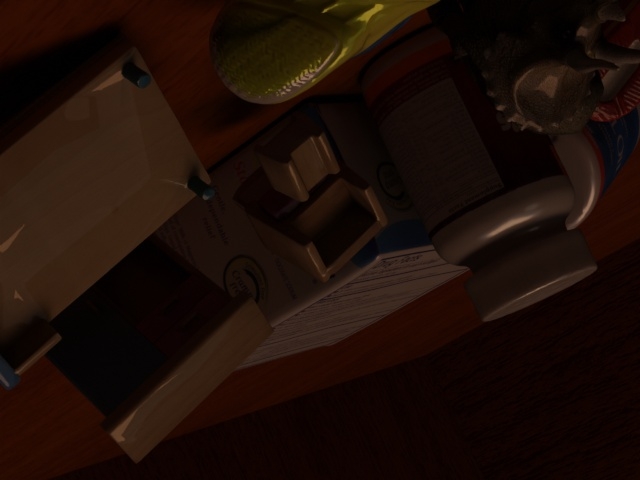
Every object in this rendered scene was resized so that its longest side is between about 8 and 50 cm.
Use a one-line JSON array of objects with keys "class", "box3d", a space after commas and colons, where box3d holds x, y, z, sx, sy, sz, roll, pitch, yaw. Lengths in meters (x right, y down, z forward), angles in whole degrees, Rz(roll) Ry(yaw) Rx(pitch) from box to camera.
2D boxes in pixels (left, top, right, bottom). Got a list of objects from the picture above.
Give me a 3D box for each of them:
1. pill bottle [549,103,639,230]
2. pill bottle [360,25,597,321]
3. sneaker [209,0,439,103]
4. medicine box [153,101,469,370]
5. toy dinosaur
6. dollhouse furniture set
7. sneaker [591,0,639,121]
[{"class": "pill bottle", "box3d": [0.223, -0.099, 1.226, 0.124, 0.124, 0.221, -33, -173, 37]}, {"class": "pill bottle", "box3d": [0.128, -0.056, 1.071, 0.121, 0.221, 0.121, -24, 169, -5]}, {"class": "sneaker", "box3d": [0.043, -0.171, 0.784, 0.240, 0.091, 0.126, -29, -174, 21]}, {"class": "medicine box", "box3d": [0.000, 0.000, 1.244, 0.289, 0.149, 0.263, -33, 166, 34]}, {"class": "toy dinosaur", "box3d": [0.141, -0.129, 0.925, 0.121, 0.160, 0.313, -26, 168, 7]}, {"class": "dollhouse furniture set", "box3d": [-0.156, -0.052, 0.911, 0.286, 0.198, 0.303, -44, 140, -13]}, {"class": "sneaker", "box3d": [0.267, -0.205, 1.112, 0.221, 0.087, 0.128, -43, -155, 3]}]
